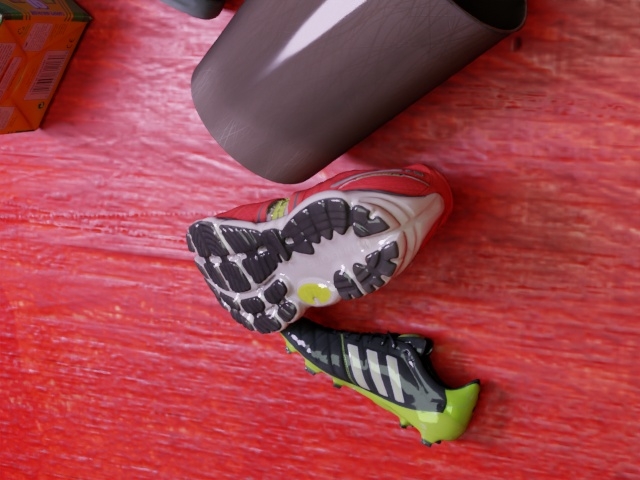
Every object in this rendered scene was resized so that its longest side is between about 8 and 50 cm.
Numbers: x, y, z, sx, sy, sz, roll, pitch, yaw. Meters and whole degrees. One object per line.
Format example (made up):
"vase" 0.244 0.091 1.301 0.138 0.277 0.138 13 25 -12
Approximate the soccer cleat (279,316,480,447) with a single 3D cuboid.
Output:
"soccer cleat" 0.048 0.098 1.072 0.179 0.060 0.072 30 98 15

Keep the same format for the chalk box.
"chalk box" -0.339 -0.205 1.171 0.213 0.132 0.132 38 113 16

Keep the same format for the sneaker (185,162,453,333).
"sneaker" 0.000 0.000 1.052 0.279 0.118 0.107 -10 110 50

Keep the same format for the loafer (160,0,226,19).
"loafer" -0.183 -0.277 1.057 0.267 0.096 0.084 27 114 -16

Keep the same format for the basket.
"basket" 0.018 -0.160 0.987 0.227 0.154 0.204 -41 45 33
